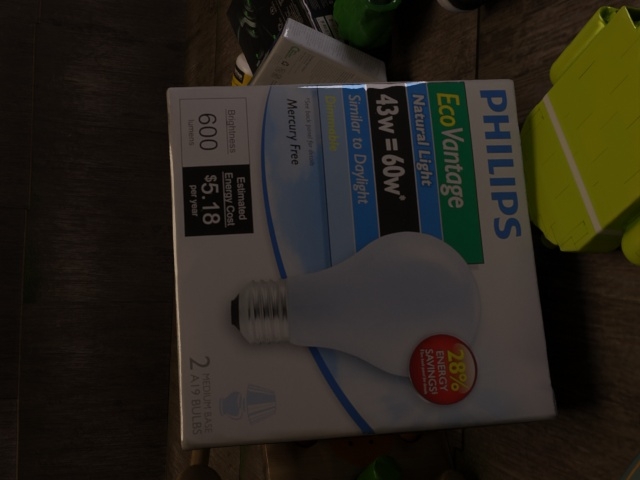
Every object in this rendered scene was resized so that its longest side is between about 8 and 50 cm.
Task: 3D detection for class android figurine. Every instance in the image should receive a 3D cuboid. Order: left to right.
[{"bbox_3d":[0.274,-0.094,0.736,0.273,0.056,0.248,121,145,-50],"label":"android figurine"}]

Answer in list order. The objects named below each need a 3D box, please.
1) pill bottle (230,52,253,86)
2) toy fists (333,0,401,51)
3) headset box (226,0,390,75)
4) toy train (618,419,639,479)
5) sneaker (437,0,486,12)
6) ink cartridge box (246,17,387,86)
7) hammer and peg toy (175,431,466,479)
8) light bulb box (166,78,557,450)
[{"bbox_3d":[-0.138,-0.345,1.753,0.119,0.119,0.208,-112,32,-48],"label":"pill bottle"},{"bbox_3d":[0.068,-0.423,1.188,0.142,0.096,0.279,143,125,-69],"label":"toy fists"},{"bbox_3d":[-0.035,-0.367,1.375,0.246,0.131,0.283,66,153,10],"label":"headset box"},{"bbox_3d":[0.270,0.223,0.536,0.334,0.142,0.190,-62,26,15],"label":"toy train"},{"bbox_3d":[0.201,-0.405,0.915,0.153,0.101,0.268,-150,59,-66],"label":"sneaker"},{"bbox_3d":[0.009,-0.234,1.250,0.223,0.224,0.045,-37,33,62],"label":"ink cartridge box"},{"bbox_3d":[-0.007,0.238,1.001,0.127,0.361,0.266,119,148,-49],"label":"hammer and peg toy"},{"bbox_3d":[0.027,0.032,0.860,0.225,0.361,0.358,121,144,-77],"label":"light bulb box"}]
